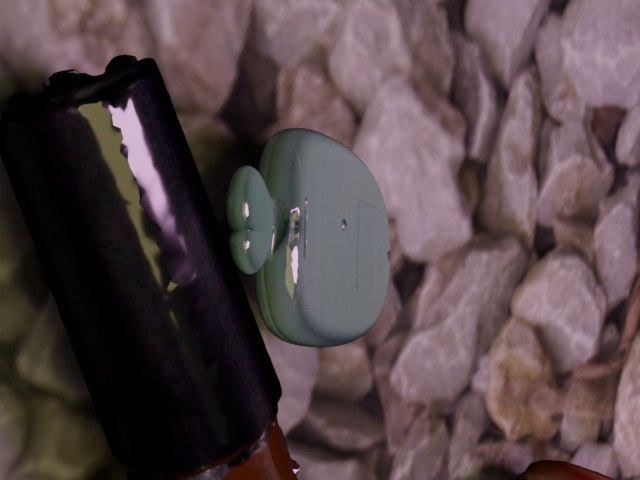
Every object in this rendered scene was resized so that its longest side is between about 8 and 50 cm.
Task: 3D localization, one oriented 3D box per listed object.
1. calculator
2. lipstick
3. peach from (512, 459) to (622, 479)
[{"bbox_3d":[0.000,0.000,0.495,0.153,0.021,0.095,19,71,-67],"label":"calculator"},{"bbox_3d":[-0.039,0.121,0.493,0.077,0.077,0.418,-33,120,-30],"label":"lipstick"},{"bbox_3d":[0.220,0.289,0.659,0.257,0.201,0.362,-37,120,-26],"label":"peach"}]
